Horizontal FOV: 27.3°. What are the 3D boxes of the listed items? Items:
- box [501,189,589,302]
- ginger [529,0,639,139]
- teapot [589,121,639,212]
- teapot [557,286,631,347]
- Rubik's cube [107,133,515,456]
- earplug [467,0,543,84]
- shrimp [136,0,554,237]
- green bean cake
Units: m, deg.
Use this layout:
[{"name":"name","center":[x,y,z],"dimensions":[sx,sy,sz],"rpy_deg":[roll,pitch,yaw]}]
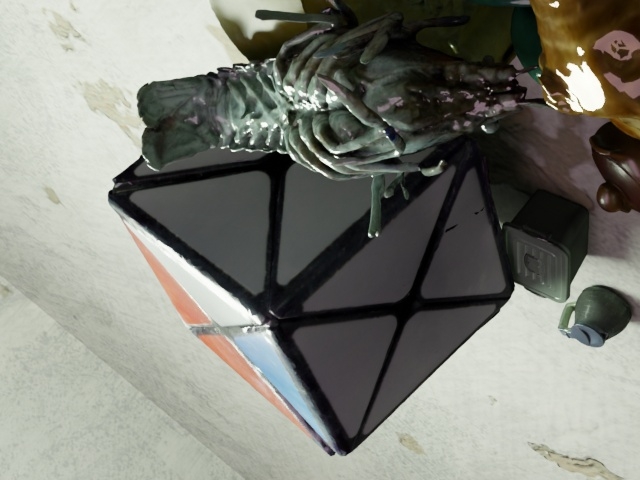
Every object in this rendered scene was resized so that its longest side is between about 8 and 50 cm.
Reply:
[{"name":"box","center":[0.256,0.004,1.476],"dimensions":[0.084,0.069,0.122],"rpy_deg":[27,153,24]},{"name":"ginger","center":[0.253,-0.194,0.886],"dimensions":[0.357,0.274,0.152],"rpy_deg":[52,162,-16]},{"name":"teapot","center":[0.294,-0.064,1.265],"dimensions":[0.098,0.078,0.129],"rpy_deg":[44,179,40]},{"name":"teapot","center":[0.320,0.093,1.562],"dimensions":[0.088,0.057,0.066],"rpy_deg":[2,138,51]},{"name":"Rubik's cube","center":[0.000,0.000,1.462],"dimensions":[0.307,0.310,0.305],"rpy_deg":[38,163,37]},{"name":"earplug","center":[0.232,-0.212,1.015],"dimensions":[0.257,0.164,0.280],"rpy_deg":[-7,110,26]},{"name":"shrimp","center":[0.002,-0.114,1.085],"dimensions":[0.410,0.166,0.221],"rpy_deg":[7,111,55]},{"name":"green bean cake","center":[0.015,-0.255,1.175],"dimensions":[0.285,0.202,0.310],"rpy_deg":[7,143,45]}]
